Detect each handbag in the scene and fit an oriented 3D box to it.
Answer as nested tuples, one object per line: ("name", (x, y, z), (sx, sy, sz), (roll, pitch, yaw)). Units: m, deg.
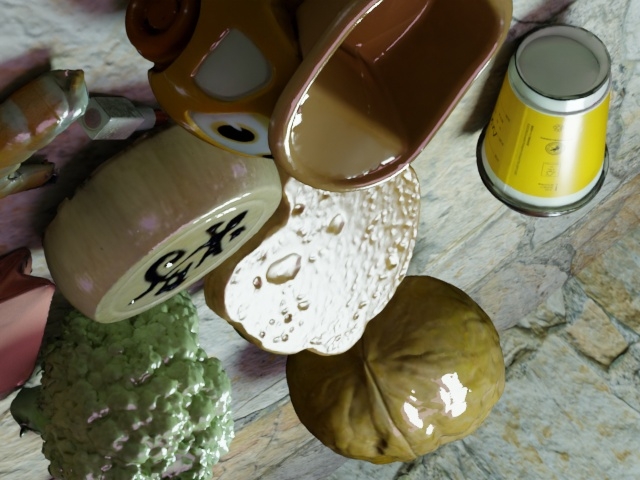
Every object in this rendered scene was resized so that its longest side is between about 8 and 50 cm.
("handbag", (-0.368, 0.106, 1.486), (0.157, 0.059, 0.212), (-28, 159, -32))

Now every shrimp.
("shrimp", (-0.248, -0.085, 1.252), (0.161, 0.049, 0.166), (-37, 165, 7))

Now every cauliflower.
("cauliflower", (-0.223, 0.195, 1.681), (0.281, 0.260, 0.327), (170, -66, -73))

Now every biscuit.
("biscuit", (0.000, 0.000, 1.763), (0.351, 0.057, 0.312), (3, 111, -51))

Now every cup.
("cup", (0.323, -0.168, 1.980), (0.196, 0.196, 0.280), (-32, 153, -17))

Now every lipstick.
("lipstick", (-0.181, -0.116, 1.335), (0.030, 0.030, 0.129), (-45, 166, 20))

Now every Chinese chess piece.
("Chinese chess piece", (-0.162, -0.022, 1.450), (0.257, 0.104, 0.257), (-35, 169, -8))

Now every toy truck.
("toy truck", (-0.003, -0.175, 1.188), (0.288, 0.212, 0.204), (-45, 146, 13))

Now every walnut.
("walnut", (0.122, 0.206, 2.324), (0.354, 0.308, 0.398), (-27, 166, 6))

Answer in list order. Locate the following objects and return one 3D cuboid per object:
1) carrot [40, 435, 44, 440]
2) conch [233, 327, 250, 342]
("carrot", (-0.296, 0.258, 1.999), (0.102, 0.102, 0.263), (-47, 157, 28))
("conch", (-0.054, 0.049, 1.877), (0.181, 0.124, 0.187), (4, 120, -55))
